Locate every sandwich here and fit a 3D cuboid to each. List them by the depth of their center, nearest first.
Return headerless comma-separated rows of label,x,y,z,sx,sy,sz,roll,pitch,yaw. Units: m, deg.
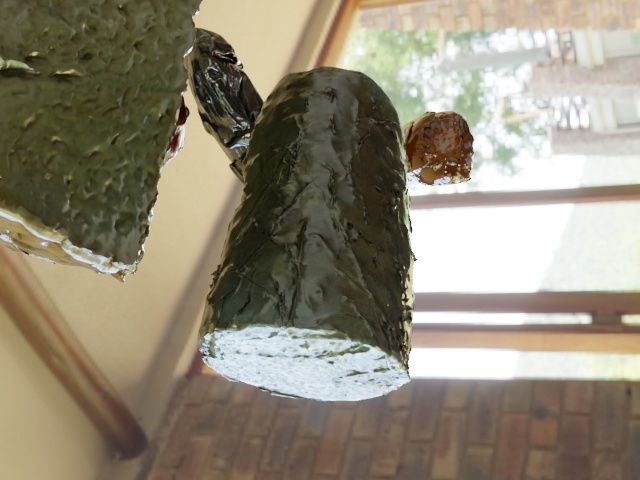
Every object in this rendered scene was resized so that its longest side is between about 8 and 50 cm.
sandwich,-0.150,-0.139,0.456,0.249,0.095,0.273,29,-104,-60

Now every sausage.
sausage,0.140,-0.117,1.237,0.330,0.102,0.102,-116,23,-88

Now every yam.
yam,0.000,0.000,0.474,0.107,0.107,0.183,64,-156,-44

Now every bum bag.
bum bag,-0.095,-0.139,1.257,0.095,0.144,0.340,-42,-59,-13

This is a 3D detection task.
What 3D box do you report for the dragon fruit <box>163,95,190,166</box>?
dragon fruit,-0.249,-0.113,1.254,0.125,0.125,0.246,-18,-52,-41
